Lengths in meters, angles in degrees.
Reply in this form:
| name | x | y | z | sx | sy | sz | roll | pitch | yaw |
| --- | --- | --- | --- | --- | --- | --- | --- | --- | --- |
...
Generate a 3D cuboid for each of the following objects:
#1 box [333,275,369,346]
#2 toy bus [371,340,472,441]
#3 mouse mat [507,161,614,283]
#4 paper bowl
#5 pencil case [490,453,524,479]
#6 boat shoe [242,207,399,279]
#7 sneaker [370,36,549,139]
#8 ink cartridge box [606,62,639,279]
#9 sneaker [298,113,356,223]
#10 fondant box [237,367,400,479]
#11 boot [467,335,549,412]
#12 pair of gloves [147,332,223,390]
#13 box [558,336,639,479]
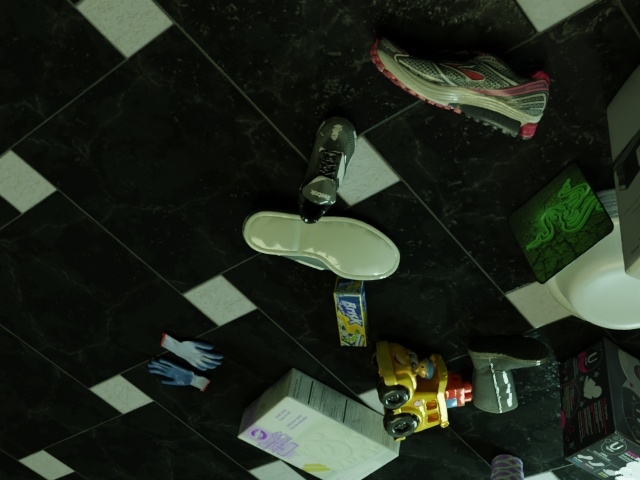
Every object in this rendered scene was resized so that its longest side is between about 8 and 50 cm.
| name | x | y | z | sx | sy | sz | roll | pitch | yaw |
| --- | --- | --- | --- | --- | --- | --- | --- | --- | --- |
| box | 0.068 | 0.153 | 1.858 | 0.059 | 0.054 | 0.169 | 1 | 133 | 11 |
| toy bus | 0.229 | 0.323 | 1.937 | 0.212 | 0.149 | 0.220 | -11 | 128 | 4 |
| mouse mat | 0.427 | -0.030 | 1.562 | 0.007 | 0.152 | 0.189 | 3 | 144 | -40 |
| paper bowl | 0.558 | 0.053 | 1.602 | 0.284 | 0.148 | 0.284 | 6 | 135 | 6 |
| pencil case | 0.458 | 0.625 | 2.121 | 0.086 | 0.206 | 0.088 | 5 | 129 | 9 |
| boat shoe | 0.000 | 0.000 | 1.720 | 0.320 | 0.099 | 0.116 | 12 | 94 | -13 |
| sneaker | 0.223 | -0.267 | 1.407 | 0.299 | 0.121 | 0.112 | 20 | 104 | -6 |
| ink cartridge box | 0.603 | -0.088 | 1.290 | 0.286 | 0.395 | 0.166 | 21 | 135 | -8 |
| sneaker | 0.010 | -0.119 | 1.578 | 0.078 | 0.106 | 0.234 | 17 | 134 | -5 |
| fondant box | -0.002 | 0.473 | 2.146 | 0.330 | 0.096 | 0.238 | 31 | 131 | -16 |
| boot | 0.417 | 0.304 | 1.915 | 0.190 | 0.076 | 0.208 | 4 | 128 | 27 |
| pair of gloves | -0.329 | 0.297 | 2.097 | 0.159 | 0.023 | 0.198 | 24 | 132 | -8 |
| box | 0.609 | 0.357 | 1.805 | 0.163 | 0.247 | 0.142 | 31 | 132 | -17 |
